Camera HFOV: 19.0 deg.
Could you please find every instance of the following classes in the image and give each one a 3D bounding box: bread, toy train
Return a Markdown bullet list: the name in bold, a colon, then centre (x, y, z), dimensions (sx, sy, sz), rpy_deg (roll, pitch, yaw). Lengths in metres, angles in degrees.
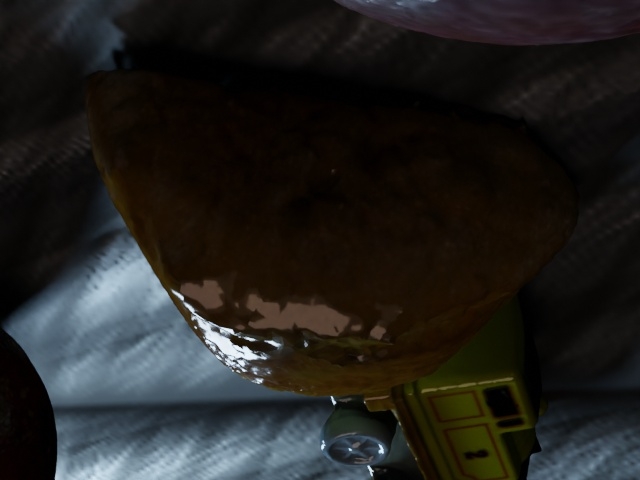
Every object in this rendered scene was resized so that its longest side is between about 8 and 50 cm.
- **bread**: centre (-0.007, 0.006, 0.971), dimensions (0.260, 0.134, 0.129), rpy_deg (13, 147, 8)
- **toy train**: centre (0.070, 0.098, 1.106), dimensions (0.127, 0.089, 0.219), rpy_deg (-9, 141, 13)

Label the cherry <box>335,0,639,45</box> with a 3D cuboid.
- **cherry**: centre (0.070, -0.169, 0.624), dimensions (0.236, 0.213, 0.285), rpy_deg (31, 152, -9)

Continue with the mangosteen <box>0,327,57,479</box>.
- **mangosteen**: centre (-0.281, 0.130, 1.231), dimensions (0.215, 0.215, 0.257), rpy_deg (32, 178, -21)
